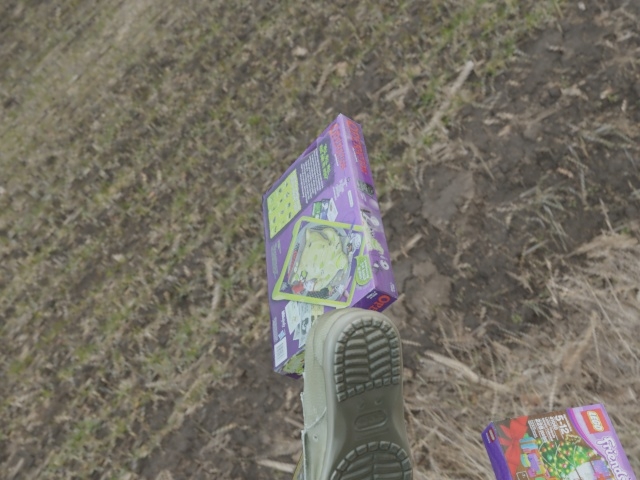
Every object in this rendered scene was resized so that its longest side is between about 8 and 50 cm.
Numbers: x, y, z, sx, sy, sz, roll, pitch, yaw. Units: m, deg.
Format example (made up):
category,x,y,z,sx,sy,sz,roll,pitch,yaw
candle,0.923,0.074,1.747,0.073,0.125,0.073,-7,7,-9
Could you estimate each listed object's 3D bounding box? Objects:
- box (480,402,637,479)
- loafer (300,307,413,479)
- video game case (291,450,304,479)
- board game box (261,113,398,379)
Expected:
category,x,y,z,sx,sy,sz,roll,pitch,yaw
box,0.386,0.401,1.214,0.201,0.057,0.293,-5,57,-16
loafer,0.031,0.184,0.796,0.102,0.268,0.092,-3,17,-19
video game case,-0.017,0.518,1.699,0.248,0.035,0.274,-98,26,-68
board game box,0.000,0.000,1.148,0.208,0.056,0.346,-47,34,34
